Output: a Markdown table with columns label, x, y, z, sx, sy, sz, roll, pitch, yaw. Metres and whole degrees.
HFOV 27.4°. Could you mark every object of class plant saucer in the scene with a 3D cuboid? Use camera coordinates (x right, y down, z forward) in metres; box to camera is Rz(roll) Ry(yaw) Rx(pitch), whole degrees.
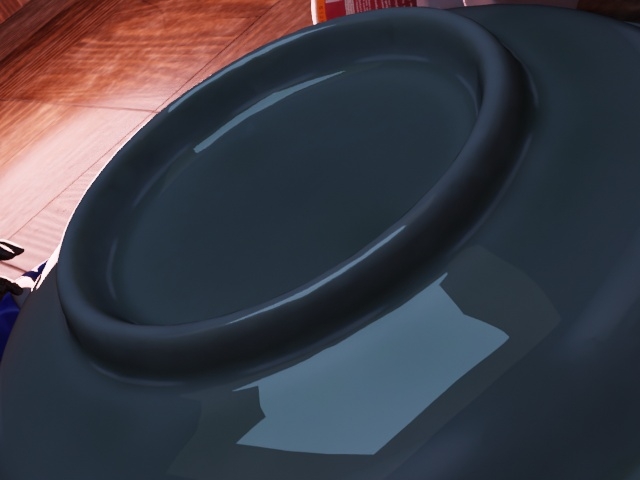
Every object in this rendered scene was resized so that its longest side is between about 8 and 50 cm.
| label | x | y | z | sx | sy | sz | roll | pitch | yaw |
| --- | --- | --- | --- | --- | --- | --- | --- | --- | --- |
| plant saucer | 0.000 | 0.000 | 0.571 | 0.401 | 0.100 | 0.400 | -22 | 34 | 16 |

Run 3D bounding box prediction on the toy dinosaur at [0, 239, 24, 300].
| label | x | y | z | sx | sy | sz | roll | pitch | yaw |
| --- | --- | --- | --- | --- | --- | --- | --- | --- | --- |
| toy dinosaur | -0.261 | 0.084 | 0.732 | 0.200 | 0.127 | 0.295 | -64 | 20 | 11 |

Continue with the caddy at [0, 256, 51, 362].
| label | x | y | z | sx | sy | sz | roll | pitch | yaw |
| --- | --- | --- | --- | --- | --- | --- | --- | --- | --- |
| caddy | -0.123 | 0.095 | 0.794 | 0.241 | 0.179 | 0.341 | -41 | 26 | -9 |

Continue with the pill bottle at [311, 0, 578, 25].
| label | x | y | z | sx | sy | sz | roll | pitch | yaw |
| --- | --- | --- | --- | --- | --- | --- | --- | --- | --- |
| pill bottle | 0.102 | -0.205 | 1.106 | 0.121 | 0.121 | 0.221 | -48 | 28 | -25 |
